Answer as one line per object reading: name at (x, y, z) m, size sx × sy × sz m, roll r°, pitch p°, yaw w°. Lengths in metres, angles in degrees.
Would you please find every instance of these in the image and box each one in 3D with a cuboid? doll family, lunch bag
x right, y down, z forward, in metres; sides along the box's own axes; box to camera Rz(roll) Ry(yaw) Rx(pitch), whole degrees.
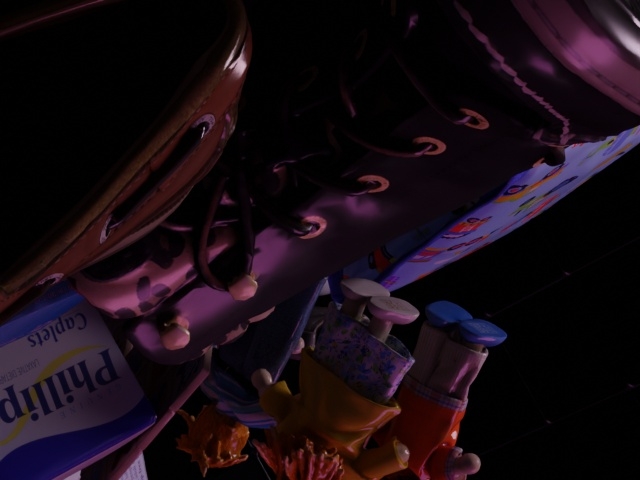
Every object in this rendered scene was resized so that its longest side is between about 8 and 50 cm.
doll family at (-0.021, 0.082, 1.208) m, size 0.118 × 0.263 × 0.163 m, roll 2°, pitch 115°, yaw -47°
lunch bag at (0.138, -0.077, 1.237) m, size 0.221 × 0.138 × 0.293 m, roll -27°, pitch -176°, yaw -31°

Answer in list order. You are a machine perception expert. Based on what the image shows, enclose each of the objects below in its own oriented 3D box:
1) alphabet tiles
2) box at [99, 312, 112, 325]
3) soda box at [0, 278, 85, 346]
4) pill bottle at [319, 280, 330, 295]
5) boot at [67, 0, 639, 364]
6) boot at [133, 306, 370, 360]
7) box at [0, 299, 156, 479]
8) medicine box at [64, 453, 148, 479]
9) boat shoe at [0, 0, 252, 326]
alphabet tiles at (-0.087, 0.042, 1.241) m, size 0.237 × 0.009 × 0.198 m, roll -50°, pitch -158°, yaw 32°
box at (-0.066, -0.005, 1.405) m, size 0.180 × 0.078 × 0.147 m, roll -31°, pitch 176°, yaw 32°
soda box at (-0.194, 0.030, 0.895) m, size 0.071 × 0.067 × 0.210 m, roll -32°, pitch 176°, yaw 38°
pill bottle at (0.000, 0.000, 1.875) m, size 0.103 × 0.103 × 0.184 m, roll -30°, pitch 177°, yaw 11°
boot at (0.009, -0.053, 0.862) m, size 0.284 × 0.138 × 0.377 m, roll -30°, pitch -178°, yaw 10°
boot at (-0.059, 0.085, 1.864) m, size 0.229 × 0.091 × 0.263 m, roll 4°, pitch -175°, yaw 17°
box at (-0.187, 0.082, 1.150) m, size 0.126 × 0.137 × 0.072 m, roll -27°, pitch 175°, yaw -42°
medicine box at (-0.299, 0.244, 1.437) m, size 0.263 × 0.149 × 0.289 m, roll -3°, pitch -161°, yaw 22°
boat shoe at (-0.149, -0.001, 0.574) m, size 0.307 × 0.111 × 0.104 m, roll -39°, pitch 179°, yaw -31°
